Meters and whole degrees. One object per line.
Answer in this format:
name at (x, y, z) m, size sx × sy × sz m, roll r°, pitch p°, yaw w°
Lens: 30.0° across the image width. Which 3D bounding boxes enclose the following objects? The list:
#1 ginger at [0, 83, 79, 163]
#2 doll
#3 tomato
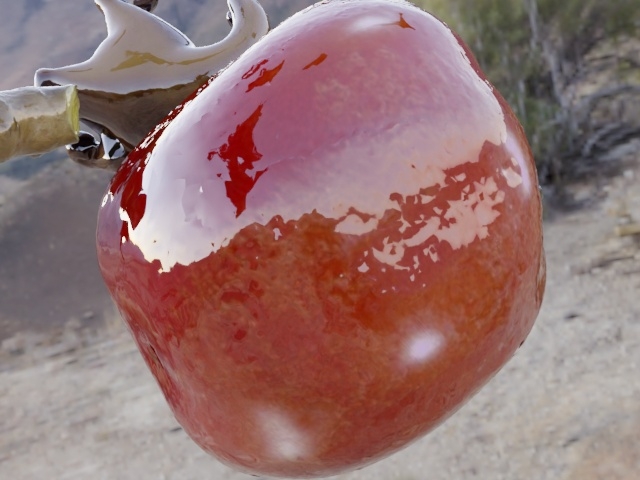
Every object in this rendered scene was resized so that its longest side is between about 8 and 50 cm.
ginger at (-0.288, -0.070, 0.890) m, size 0.118 × 0.065 × 0.299 m, roll 9°, pitch 18°, yaw 32°
doll at (-0.135, -0.141, 1.313) m, size 0.318 × 0.340 × 0.209 m, roll -35°, pitch 55°, yaw 4°
tomato at (0.000, 0.000, 0.823) m, size 0.289 × 0.293 × 0.325 m, roll -29°, pitch 12°, yaw -18°
